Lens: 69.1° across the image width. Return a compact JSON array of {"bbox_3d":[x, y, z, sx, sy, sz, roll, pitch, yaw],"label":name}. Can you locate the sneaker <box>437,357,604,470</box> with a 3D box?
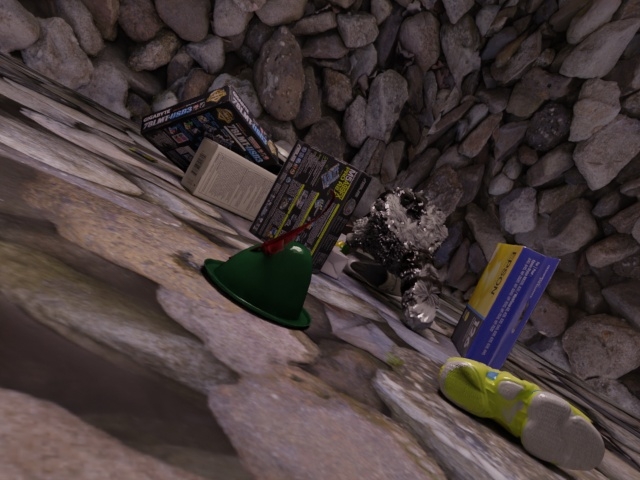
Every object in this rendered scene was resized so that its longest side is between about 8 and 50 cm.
[{"bbox_3d":[0.298,0.246,0.710,0.240,0.091,0.126,30,4,15],"label":"sneaker"}]

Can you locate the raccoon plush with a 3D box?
[{"bbox_3d":[0.174,0.059,1.300,0.216,0.446,0.299,25,-35,-12],"label":"raccoon plush"}]

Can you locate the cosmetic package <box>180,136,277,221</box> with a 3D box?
[{"bbox_3d":[-0.232,-0.160,1.384,0.310,0.160,0.113,26,5,-42],"label":"cosmetic package"}]

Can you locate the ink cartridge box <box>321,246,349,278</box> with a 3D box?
[{"bbox_3d":[-0.018,0.024,1.268,0.115,0.067,0.198,27,5,-26],"label":"ink cartridge box"}]

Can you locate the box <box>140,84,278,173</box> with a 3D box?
[{"bbox_3d":[-0.319,-0.296,1.385,0.295,0.294,0.073,48,32,-56],"label":"box"}]

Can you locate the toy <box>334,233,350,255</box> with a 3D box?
[{"bbox_3d":[0.000,0.000,1.553,0.137,0.056,0.237,-17,29,-41],"label":"toy"}]

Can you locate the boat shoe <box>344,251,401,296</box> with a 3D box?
[{"bbox_3d":[0.201,0.120,1.436,0.277,0.098,0.096,19,8,-7],"label":"boat shoe"}]

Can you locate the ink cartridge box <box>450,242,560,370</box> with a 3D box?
[{"bbox_3d":[0.430,0.156,1.139,0.072,0.303,0.307,27,4,8],"label":"ink cartridge box"}]

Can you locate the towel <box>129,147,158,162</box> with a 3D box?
[{"bbox_3d":[-0.561,-0.271,1.481,0.083,0.009,0.060,28,6,-5],"label":"towel"}]

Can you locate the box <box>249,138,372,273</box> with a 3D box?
[{"bbox_3d":[-0.031,-0.086,1.145,0.216,0.270,0.060,32,6,31],"label":"box"}]

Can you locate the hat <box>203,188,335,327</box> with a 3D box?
[{"bbox_3d":[-0.041,0.005,0.658,0.173,0.183,0.208,25,7,-46],"label":"hat"}]

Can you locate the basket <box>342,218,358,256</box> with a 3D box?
[{"bbox_3d":[0.072,-0.028,1.882,0.205,0.154,0.227,21,11,-18],"label":"basket"}]

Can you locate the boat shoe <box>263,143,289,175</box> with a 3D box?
[{"bbox_3d":[-0.276,-0.276,1.728,0.500,0.155,0.187,10,-18,43],"label":"boat shoe"}]
